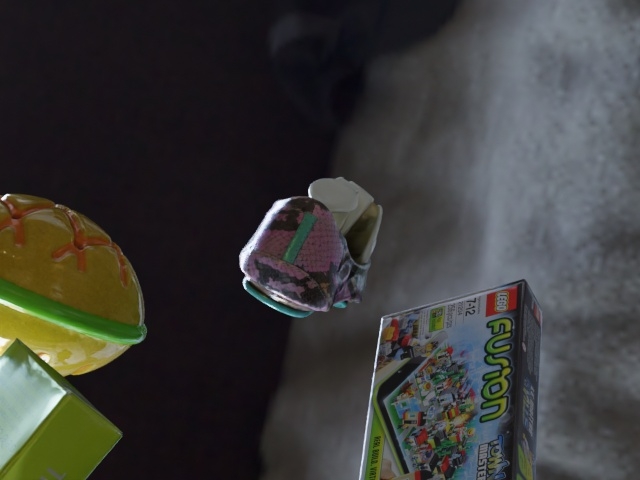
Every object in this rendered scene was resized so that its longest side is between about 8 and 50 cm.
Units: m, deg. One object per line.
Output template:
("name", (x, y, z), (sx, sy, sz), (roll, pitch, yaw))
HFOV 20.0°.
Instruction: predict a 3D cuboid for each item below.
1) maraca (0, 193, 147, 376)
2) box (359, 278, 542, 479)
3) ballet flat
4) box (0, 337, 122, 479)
("maraca", (-0.185, 0.018, 1.035), (0.127, 0.186, 0.099), (-153, 86, -87))
("box", (0.088, 0.119, 1.223), (0.114, 0.036, 0.207), (-17, 36, 21))
("ballet flat", (0.000, 0.000, 1.082), (0.079, 0.077, 0.221), (-59, -4, 3))
("box", (-0.183, 0.138, 0.894), (0.178, 0.042, 0.109), (-50, 26, -7))
